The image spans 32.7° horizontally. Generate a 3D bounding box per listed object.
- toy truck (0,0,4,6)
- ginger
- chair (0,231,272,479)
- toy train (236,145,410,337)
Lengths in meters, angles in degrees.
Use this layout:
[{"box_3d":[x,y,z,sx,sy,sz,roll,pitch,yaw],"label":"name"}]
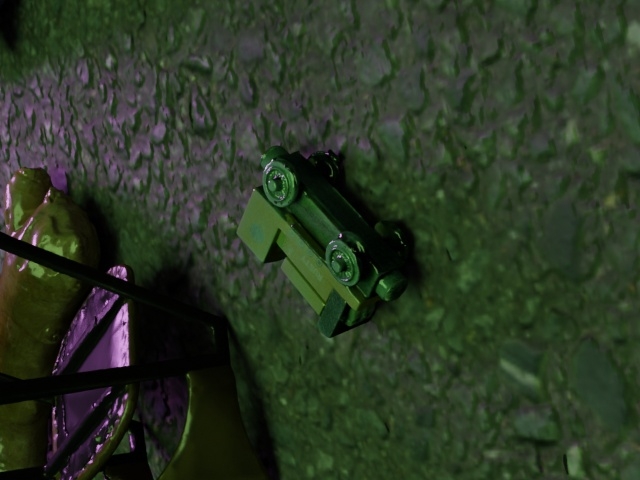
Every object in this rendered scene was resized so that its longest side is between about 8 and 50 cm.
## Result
[{"box_3d":[-0.334,-0.237,0.861,0.177,0.161,0.213,-46,66,21],"label":"toy truck"},{"box_3d":[-0.239,0.087,0.895,0.118,0.065,0.298,47,130,44],"label":"ginger"},{"box_3d":[-0.163,0.109,0.754,0.158,0.247,0.172,-50,42,41],"label":"chair"},{"box_3d":[0.000,0.000,0.642,0.122,0.050,0.081,49,135,24],"label":"toy train"}]
